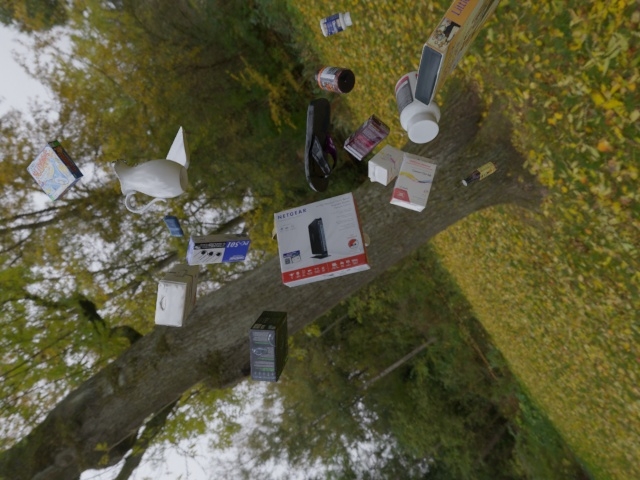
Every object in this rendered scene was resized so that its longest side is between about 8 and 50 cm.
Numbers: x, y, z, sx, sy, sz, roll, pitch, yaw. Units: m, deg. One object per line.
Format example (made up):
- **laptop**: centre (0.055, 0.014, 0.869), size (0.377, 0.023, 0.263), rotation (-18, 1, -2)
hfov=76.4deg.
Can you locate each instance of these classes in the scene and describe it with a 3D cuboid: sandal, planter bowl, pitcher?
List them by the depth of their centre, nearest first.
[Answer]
- **pitcher**: centre (-0.546, -0.177, 1.332), size (0.125, 0.207, 0.177), rotation (-88, -2, -68)
- **planter bowl**: centre (-0.144, -0.093, 1.867), size (0.090, 0.217, 0.217), rotation (61, -176, 11)
- **sandal**: centre (0.010, -0.428, 1.896), size (0.107, 0.168, 0.445), rotation (18, 122, 34)

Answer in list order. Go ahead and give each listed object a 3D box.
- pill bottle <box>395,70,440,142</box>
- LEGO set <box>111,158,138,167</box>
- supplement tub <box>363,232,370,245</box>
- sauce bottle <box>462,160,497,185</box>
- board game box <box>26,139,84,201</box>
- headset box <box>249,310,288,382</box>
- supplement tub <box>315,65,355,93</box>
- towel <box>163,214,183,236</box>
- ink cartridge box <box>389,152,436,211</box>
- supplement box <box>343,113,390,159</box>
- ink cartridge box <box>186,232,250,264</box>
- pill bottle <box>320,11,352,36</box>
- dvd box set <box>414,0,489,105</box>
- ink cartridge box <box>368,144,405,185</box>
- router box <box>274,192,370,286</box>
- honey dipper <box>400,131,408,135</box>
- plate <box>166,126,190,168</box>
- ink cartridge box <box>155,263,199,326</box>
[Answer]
- **pill bottle**: centre (0.441, -0.597, 1.836), size (0.176, 0.177, 0.318), rotation (51, -149, -49)
- **LEGO set**: centre (-0.673, -0.270, 1.406), size (0.083, 0.054, 0.023), rotation (12, -109, -36)
- **supplement tub**: centre (0.199, 0.007, 2.137), size (0.071, 0.107, 0.070), rotation (24, -125, -39)
- **sauce bottle**: centre (0.575, -0.240, 1.472), size (0.042, 0.128, 0.042), rotation (58, -179, -1)
- **board game box**: centre (-0.891, -0.229, 1.364), size (0.136, 0.201, 0.035), rotation (57, -143, -12)
- **headset box**: centre (-0.248, 0.521, 1.994), size (0.246, 0.131, 0.282), rotation (-51, -38, -77)
- **supplement tub**: centre (0.057, -0.708, 1.787), size (0.198, 0.106, 0.106), rotation (36, 168, 49)
- **towel**: centre (-0.714, -0.068, 1.983), size (0.029, 0.067, 0.119), rotation (-74, -18, -46)
- **ink cartridge box**: centre (0.324, -0.213, 1.403), size (0.116, 0.198, 0.067), rotation (16, 170, 3)
- **supplement box**: centre (0.256, -0.571, 2.263), size (0.130, 0.239, 0.073), rotation (35, -135, -20)
- **ink cartridge box**: centre (-0.357, 0.028, 1.431), size (0.207, 0.097, 0.046), rotation (-3, -141, -37)
- **pill bottle**: centre (0.065, -0.871, 1.630), size (0.067, 0.120, 0.067), rotation (-12, -90, -72)
- **dvd box set**: centre (0.419, -0.629, 1.159), size (0.062, 0.420, 0.307), rotation (34, 178, 11)
- **ink cartridge box**: centre (0.261, -0.298, 1.637), size (0.090, 0.143, 0.092), rotation (33, 154, 27)
- **router box**: centre (0.000, 0.000, 1.603), size (0.082, 0.336, 0.300), rotation (45, -148, -66)
- **honey dipper**: centre (0.486, -0.554, 2.054), size (0.030, 0.161, 0.030), rotation (-14, -90, -77)
- **plate**: centre (-0.769, -0.427, 2.199), size (0.045, 0.277, 0.277), rotation (9, -132, -36)
- **ink cartridge box**: centre (-0.651, 0.245, 1.867), size (0.117, 0.207, 0.283), rotation (9, -169, -7)
